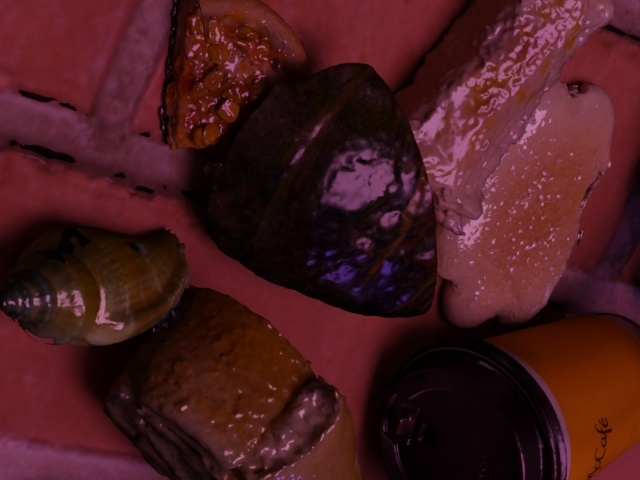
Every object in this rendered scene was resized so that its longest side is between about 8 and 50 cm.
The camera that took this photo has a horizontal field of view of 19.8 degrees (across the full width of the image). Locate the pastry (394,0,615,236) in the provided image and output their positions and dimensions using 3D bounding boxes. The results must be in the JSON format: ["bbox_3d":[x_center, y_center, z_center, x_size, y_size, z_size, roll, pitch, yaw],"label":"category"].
[{"bbox_3d":[0.143,-0.141,1.537,0.121,0.089,0.258,35,87,-45],"label":"pastry"}]

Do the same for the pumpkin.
[{"bbox_3d":[0.002,0.004,1.451,0.163,0.111,0.278,-26,143,-20],"label":"pumpkin"}]

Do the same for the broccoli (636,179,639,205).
[{"bbox_3d":[0.381,0.008,1.802,0.302,0.186,0.254,-56,178,-2],"label":"broccoli"}]

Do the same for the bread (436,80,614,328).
[{"bbox_3d":[0.180,-0.030,1.677,0.182,0.039,0.251,5,110,-46],"label":"bread"}]

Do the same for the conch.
[{"bbox_3d":[-0.168,0.034,1.340,0.201,0.095,0.079,-5,151,-43],"label":"conch"}]

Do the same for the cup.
[{"bbox_3d":[0.199,0.164,1.710,0.279,0.196,0.196,-16,124,-46],"label":"cup"}]

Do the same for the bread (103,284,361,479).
[{"bbox_3d":[-0.060,0.160,1.455,0.124,0.186,0.257,-47,145,-18],"label":"bread"}]

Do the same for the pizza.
[{"bbox_3d":[-0.069,-0.120,1.383,0.131,0.041,0.178,-44,137,-13],"label":"pizza"}]
